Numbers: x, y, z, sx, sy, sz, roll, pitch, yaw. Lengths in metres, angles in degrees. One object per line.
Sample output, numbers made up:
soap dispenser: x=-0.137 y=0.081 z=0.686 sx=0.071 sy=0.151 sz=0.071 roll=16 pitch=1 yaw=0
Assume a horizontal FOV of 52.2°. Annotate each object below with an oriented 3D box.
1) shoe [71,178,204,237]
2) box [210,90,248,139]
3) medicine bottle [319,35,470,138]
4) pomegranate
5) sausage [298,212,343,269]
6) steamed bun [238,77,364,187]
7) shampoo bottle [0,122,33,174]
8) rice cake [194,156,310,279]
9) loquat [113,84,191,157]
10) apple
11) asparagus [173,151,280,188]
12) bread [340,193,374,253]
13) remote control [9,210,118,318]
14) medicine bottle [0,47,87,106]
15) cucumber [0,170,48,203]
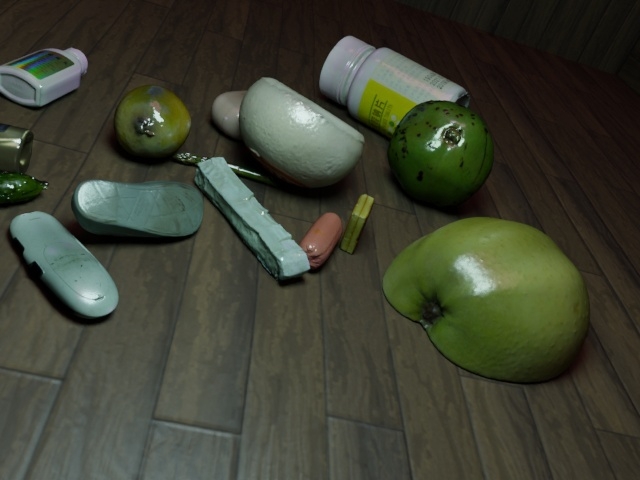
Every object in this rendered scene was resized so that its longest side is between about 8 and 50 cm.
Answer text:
shoe: x=-0.322 y=-0.054 z=1.134 sx=0.100 sy=0.103 sz=0.251 roll=-8 pitch=-7 yaw=42
box: x=-0.165 y=-0.301 z=1.566 sx=0.200 sy=0.088 sz=0.146 roll=-15 pitch=46 yaw=-41
medicine bottle: x=0.201 y=-0.401 z=1.805 sx=0.378 sy=0.214 sz=0.213 roll=33 pitch=35 yaw=18
pomegranate: x=0.283 y=-0.200 z=1.561 sx=0.254 sy=0.270 sz=0.255 roll=2 pitch=70 yaw=-6
sausage: x=0.000 y=0.000 z=1.252 sx=0.062 sy=0.062 sz=0.154 roll=25 pitch=33 yaw=6
steamed bun: x=-0.055 y=-0.217 z=1.411 sx=0.282 sy=0.177 sz=0.283 roll=32 pitch=9 yaw=-6
shampoo bottle: x=-0.683 y=-0.185 z=1.107 sx=0.349 sy=0.084 sz=0.125 roll=11 pitch=17 yaw=-15
rice cake: x=-0.135 y=-0.042 z=1.239 sx=0.066 sy=0.063 sz=0.336 roll=-19 pitch=51 yaw=-33
loquat: x=-0.342 y=-0.246 z=1.342 sx=0.152 sy=0.152 sz=0.195 roll=18 pitch=24 yaw=-6
apple: x=0.322 y=0.108 z=1.258 sx=0.360 sy=0.312 sz=0.320 roll=-8 pitch=-2 yaw=-40
asparagus: x=-0.197 y=-0.154 z=1.393 sx=0.235 sy=0.027 sz=0.034 roll=14 pitch=23 yaw=-12
bread: x=0.073 y=-0.034 z=1.314 sx=0.035 sy=0.095 sz=0.090 roll=22 pitch=35 yaw=3
remote control: x=-0.397 y=0.030 z=1.001 sx=0.256 sy=0.045 sz=0.097 roll=38 pitch=36 yaw=28
medicine bottle: x=-0.592 y=-0.363 z=1.423 sx=0.115 sy=0.078 sz=0.219 roll=22 pitch=33 yaw=4
cucumber: x=-0.554 y=-0.082 z=1.057 sx=0.227 sy=0.069 sz=0.069 roll=-8 pitch=43 yaw=-45
